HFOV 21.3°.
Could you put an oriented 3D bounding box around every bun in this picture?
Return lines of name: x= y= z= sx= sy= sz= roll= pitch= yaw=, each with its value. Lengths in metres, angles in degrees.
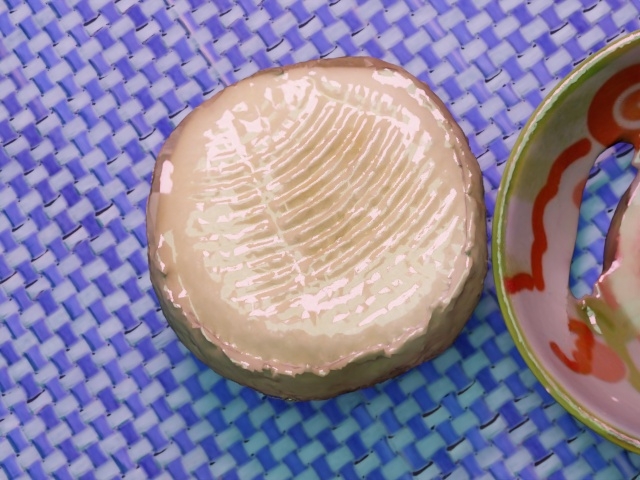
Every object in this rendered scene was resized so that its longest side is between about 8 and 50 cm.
bun: x=0.000 y=0.000 z=1.244 sx=0.259 sy=0.152 sz=0.259 roll=-1 pitch=77 yaw=6

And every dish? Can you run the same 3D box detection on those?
dish: x=0.292 y=0.008 z=1.212 sx=0.324 sy=0.124 sz=0.324 roll=-4 pitch=77 yaw=16
